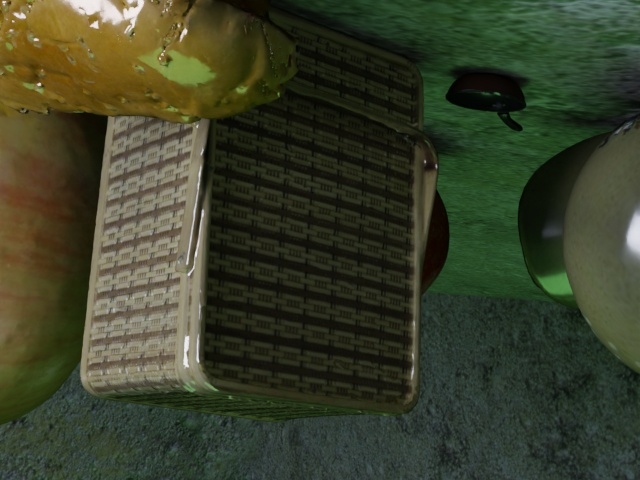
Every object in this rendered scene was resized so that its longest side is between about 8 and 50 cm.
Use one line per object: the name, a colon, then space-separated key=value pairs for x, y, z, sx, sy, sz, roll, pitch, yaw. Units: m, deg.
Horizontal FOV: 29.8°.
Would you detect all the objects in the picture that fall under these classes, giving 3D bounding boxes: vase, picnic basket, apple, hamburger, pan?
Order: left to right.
apple: x=-0.359 y=-0.011 z=1.121 sx=0.346 sy=0.391 sz=0.391 roll=15 pitch=172 yaw=-18
hamburger: x=-0.141 y=-0.145 z=0.764 sx=0.262 sy=0.124 sz=0.131 roll=5 pitch=173 yaw=24
picnic basket: x=-0.043 y=-0.021 z=0.958 sx=0.228 sy=0.313 sz=0.175 roll=15 pitch=162 yaw=-38
pan: x=0.152 y=-0.121 z=1.042 sx=0.068 sy=0.023 sz=0.115 roll=4 pitch=170 yaw=29
vase: x=0.352 y=-0.017 z=1.004 sx=0.329 sy=0.241 sz=0.302 roll=-17 pitch=-173 yaw=0

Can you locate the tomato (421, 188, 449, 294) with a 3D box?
tomato: x=0.000 y=0.000 z=1.335 sx=0.227 sy=0.270 sz=0.270 roll=47 pitch=156 yaw=-23
